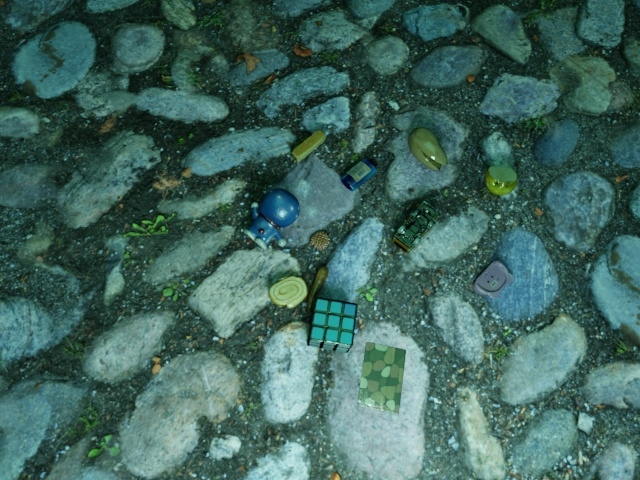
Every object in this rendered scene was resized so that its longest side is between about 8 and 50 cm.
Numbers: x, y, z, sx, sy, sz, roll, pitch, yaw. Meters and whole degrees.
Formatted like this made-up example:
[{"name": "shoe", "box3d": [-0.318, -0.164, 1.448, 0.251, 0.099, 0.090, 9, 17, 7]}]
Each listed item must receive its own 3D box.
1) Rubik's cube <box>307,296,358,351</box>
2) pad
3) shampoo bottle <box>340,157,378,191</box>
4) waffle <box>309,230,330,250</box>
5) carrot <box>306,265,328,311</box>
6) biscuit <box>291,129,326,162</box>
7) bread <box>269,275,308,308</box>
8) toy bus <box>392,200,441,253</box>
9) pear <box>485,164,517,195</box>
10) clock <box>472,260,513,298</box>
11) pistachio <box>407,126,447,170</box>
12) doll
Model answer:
[{"name": "Rubik's cube", "box3d": [0.042, 0.314, 1.510, 0.161, 0.163, 0.162, 9, 66, 1]}, {"name": "pad", "box3d": [0.230, 0.510, 1.527, 0.159, 0.003, 0.234, 11, 70, 2]}, {"name": "shampoo bottle", "box3d": [0.178, -0.299, 1.804, 0.183, 0.050, 0.087, -41, 74, -15]}, {"name": "waffle", "box3d": [0.000, 0.000, 1.696, 0.083, 0.029, 0.075, -31, 74, -15]}, {"name": "carrot", "box3d": [-0.017, 0.189, 1.615, 0.047, 0.047, 0.190, 23, 71, 6]}, {"name": "biscuit", "box3d": [-0.051, -0.424, 1.839, 0.188, 0.056, 0.052, -42, 78, -17]}, {"name": "bread", "box3d": [-0.122, 0.203, 1.590, 0.149, 0.073, 0.122, -27, 75, -12]}, {"name": "toy bus", "box3d": [0.395, -0.051, 1.687, 0.098, 0.114, 0.201, 40, 78, 12]}, {"name": "pear", "box3d": [0.783, -0.255, 1.789, 0.141, 0.103, 0.140, 3, 45, -3]}, {"name": "clock", "box3d": [0.695, 0.165, 1.652, 0.153, 0.050, 0.110, -41, 76, -15]}, {"name": "pistachio", "box3d": [0.480, -0.410, 1.826, 0.136, 0.136, 0.225, -32, 80, -13]}, {"name": "doll", "box3d": [-0.194, -0.088, 1.669, 0.215, 0.161, 0.256, 41, 89, -2]}]
